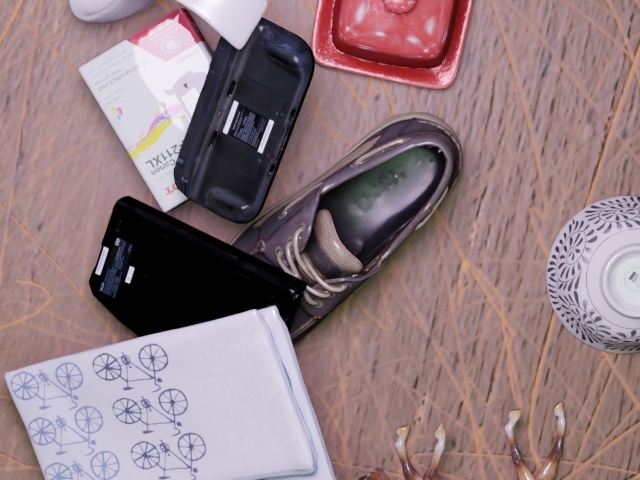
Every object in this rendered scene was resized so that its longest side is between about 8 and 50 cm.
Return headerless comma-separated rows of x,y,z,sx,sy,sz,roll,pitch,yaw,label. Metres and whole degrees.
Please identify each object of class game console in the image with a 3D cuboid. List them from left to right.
-0.091,-0.041,1.744,0.213,0.044,0.361,26,110,14,game console

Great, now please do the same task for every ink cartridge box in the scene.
-0.150,-0.134,1.823,0.127,0.072,0.175,-31,93,2,ink cartridge box

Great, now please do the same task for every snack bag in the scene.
-0.134,0.254,1.796,0.323,0.037,0.342,-14,102,24,snack bag

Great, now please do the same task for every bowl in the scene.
0.324,0.040,1.833,0.170,0.080,0.170,0,94,1,bowl

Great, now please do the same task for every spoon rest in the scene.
-0.167,-0.262,1.740,0.084,0.276,0.137,33,85,-43,spoon rest

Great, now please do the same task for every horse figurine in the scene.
0.174,0.271,1.857,0.263,0.066,0.174,-8,88,-2,horse figurine

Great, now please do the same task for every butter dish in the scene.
0.079,-0.245,1.794,0.160,0.118,0.160,12,93,-2,butter dish

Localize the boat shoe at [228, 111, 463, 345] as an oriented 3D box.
0.000,0.000,1.803,0.132,0.130,0.355,44,93,-3,boat shoe
